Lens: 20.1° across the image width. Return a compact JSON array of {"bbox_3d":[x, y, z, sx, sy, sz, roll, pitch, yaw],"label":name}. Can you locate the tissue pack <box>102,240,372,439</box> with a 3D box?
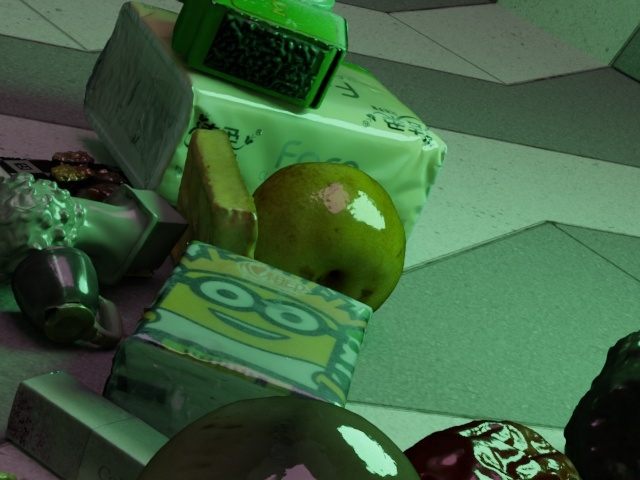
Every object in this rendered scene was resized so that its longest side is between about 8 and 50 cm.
[{"bbox_3d":[-0.081,0.125,1.883,0.228,0.128,0.311,20,20,1],"label":"tissue pack"}]

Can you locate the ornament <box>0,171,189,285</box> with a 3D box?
[{"bbox_3d":[-0.270,-0.013,2.051,0.285,0.130,0.120,-4,38,-41],"label":"ornament"}]

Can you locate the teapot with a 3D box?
[{"bbox_3d":[-0.265,0.066,1.947,0.124,0.092,0.091,0,43,-27],"label":"teapot"}]

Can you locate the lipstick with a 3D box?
[{"bbox_3d":[-0.154,0.224,1.654,0.317,0.066,0.068,29,23,29],"label":"lipstick"}]

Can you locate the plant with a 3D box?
[{"bbox_3d":[0.371,0.208,1.940,0.188,0.199,0.276,31,9,5],"label":"plant"}]

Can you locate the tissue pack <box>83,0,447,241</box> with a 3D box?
[{"bbox_3d":[-0.081,-0.156,2.491,0.404,0.205,0.332,11,23,-29],"label":"tissue pack"}]

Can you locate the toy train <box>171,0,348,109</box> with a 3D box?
[{"bbox_3d":[-0.080,-0.278,2.327,0.243,0.132,0.188,19,32,-12],"label":"toy train"}]

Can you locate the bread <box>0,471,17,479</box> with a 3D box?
[{"bbox_3d":[-0.342,0.180,1.397,0.183,0.211,0.224,17,24,19],"label":"bread"}]

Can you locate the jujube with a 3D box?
[{"bbox_3d":[0.144,0.254,1.685,0.174,0.174,0.250,30,27,30],"label":"jujube"}]

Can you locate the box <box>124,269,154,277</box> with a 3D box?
[{"bbox_3d":[-0.276,0.017,2.160,0.149,0.020,0.073,4,24,-34],"label":"box"}]

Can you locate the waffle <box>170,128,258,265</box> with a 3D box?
[{"bbox_3d":[-0.130,-0.013,2.154,0.057,0.168,0.274,6,24,-14],"label":"waffle"}]

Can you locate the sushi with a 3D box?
[{"bbox_3d":[-0.299,-0.079,2.362,0.192,0.040,0.210,3,25,-37],"label":"sushi"}]

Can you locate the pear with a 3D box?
[{"bbox_3d":[0.000,0.000,2.184,0.208,0.209,0.209,16,20,-6],"label":"pear"}]

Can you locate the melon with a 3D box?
[{"bbox_3d":[-0.035,0.256,1.401,0.271,0.272,0.308,13,38,-15],"label":"melon"}]
